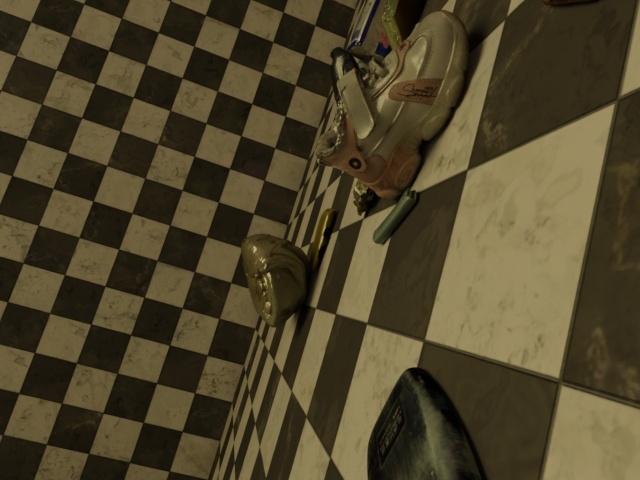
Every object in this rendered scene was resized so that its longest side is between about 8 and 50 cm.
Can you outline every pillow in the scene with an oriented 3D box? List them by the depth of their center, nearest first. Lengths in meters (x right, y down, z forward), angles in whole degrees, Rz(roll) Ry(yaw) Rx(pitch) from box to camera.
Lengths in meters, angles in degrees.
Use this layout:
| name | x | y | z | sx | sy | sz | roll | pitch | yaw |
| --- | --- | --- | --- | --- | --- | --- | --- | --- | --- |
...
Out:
| name | x | y | z | sx | sy | sz | roll | pitch | yaw |
| --- | --- | --- | --- | --- | --- | --- | --- | --- | --- |
| pillow | 0.094 | -0.523 | 1.544 | 0.161 | 0.093 | 0.334 | 147 | 111 | -68 |

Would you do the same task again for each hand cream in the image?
| name | x | y | z | sx | sy | sz | roll | pitch | yaw |
| --- | --- | --- | --- | --- | --- | --- | --- | --- | --- |
| hand cream | 0.196 | -0.756 | 1.796 | 0.088 | 0.055 | 0.256 | 124 | 168 | -58 |

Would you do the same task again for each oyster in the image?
| name | x | y | z | sx | sy | sz | roll | pitch | yaw |
| --- | --- | --- | --- | --- | --- | --- | --- | --- | --- |
| oyster | 0.115 | -0.127 | 1.060 | 0.148 | 0.051 | 0.103 | 110 | 164 | -70 |

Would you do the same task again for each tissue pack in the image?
| name | x | y | z | sx | sy | sz | roll | pitch | yaw |
| --- | --- | --- | --- | --- | --- | --- | --- | --- | --- |
| tissue pack | 0.203 | -0.737 | 1.460 | 0.209 | 0.137 | 0.269 | -106 | 38 | -77 |

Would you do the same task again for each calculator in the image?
| name | x | y | z | sx | sy | sz | roll | pitch | yaw |
| --- | --- | --- | --- | --- | --- | --- | --- | --- | --- |
| calculator | 0.102 | 0.257 | 0.489 | 0.268 | 0.040 | 0.177 | -91 | 23 | -75 |
| calculator | 0.000 | 0.000 | 1.528 | 0.157 | 0.033 | 0.236 | -151 | 77 | -80 |

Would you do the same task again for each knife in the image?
| name | x | y | z | sx | sy | sz | roll | pitch | yaw |
| --- | --- | --- | --- | --- | --- | --- | --- | --- | --- |
| knife | 0.141 | -0.045 | 0.849 | 0.162 | 0.023 | 0.044 | 120 | 169 | -53 |

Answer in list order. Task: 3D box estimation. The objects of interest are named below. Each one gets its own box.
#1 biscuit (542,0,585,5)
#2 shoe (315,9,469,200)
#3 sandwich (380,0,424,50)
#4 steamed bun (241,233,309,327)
| name | x | y | z | sx | sy | sz | roll | pitch | yaw |
| --- | --- | --- | --- | --- | --- | --- | --- | --- | --- |
| biscuit | 0.292 | -0.300 | 0.488 | 0.147 | 0.018 | 0.071 | -91 | 24 | -66 |
| shoe | 0.122 | -0.251 | 0.812 | 0.171 | 0.198 | 0.350 | -93 | 22 | -61 |
| sandwich | 0.240 | -0.659 | 1.236 | 0.094 | 0.096 | 0.257 | -136 | 62 | -73 |
| steamed bun | -0.140 | 0.119 | 1.556 | 0.324 | 0.220 | 0.309 | 5 | 107 | 66 |
